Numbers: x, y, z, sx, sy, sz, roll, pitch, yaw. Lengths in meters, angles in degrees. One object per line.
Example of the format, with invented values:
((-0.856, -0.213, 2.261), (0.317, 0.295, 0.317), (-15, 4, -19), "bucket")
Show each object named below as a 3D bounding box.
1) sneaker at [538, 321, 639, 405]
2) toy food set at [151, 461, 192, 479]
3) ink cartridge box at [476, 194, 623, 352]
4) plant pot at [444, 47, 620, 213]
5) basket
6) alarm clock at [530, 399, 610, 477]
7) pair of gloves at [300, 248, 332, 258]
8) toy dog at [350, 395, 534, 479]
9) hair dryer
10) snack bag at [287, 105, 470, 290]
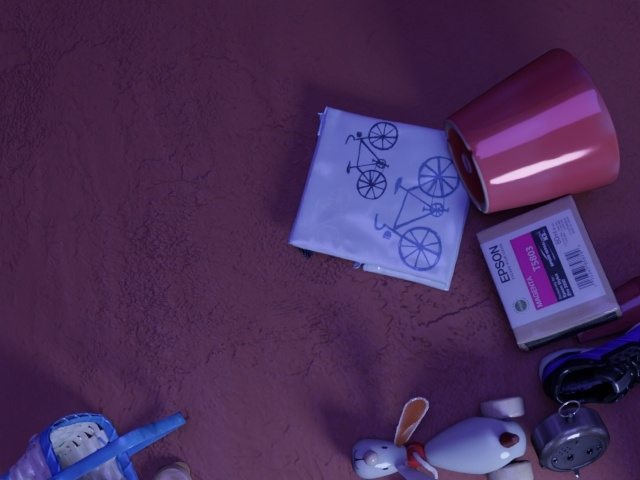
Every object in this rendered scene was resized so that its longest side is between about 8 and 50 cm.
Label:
((0.529, 0.224, 1.501), (0.293, 0.146, 0.102), (-24, 95, 16), "sneaker")
((-0.279, 0.461, 1.611), (0.083, 0.020, 0.083), (-19, 74, 0), "toy food set")
((0.419, 0.062, 1.587), (0.193, 0.088, 0.234), (-23, 66, 15), "ink cartridge box")
((0.379, -0.185, 1.604), (0.243, 0.275, 0.275), (-23, 73, 0), "plant pot")
((-0.397, 0.396, 1.521), (0.289, 0.255, 0.201), (-27, 80, 8), "basket")
((0.435, 0.339, 1.496), (0.129, 0.192, 0.064), (-17, 40, 1), "alarm clock")
((0.000, 0.000, 1.721), (0.083, 0.010, 0.074), (-4, 74, 5), "pair of gloves")
((0.228, 0.372, 1.514), (0.334, 0.161, 0.220), (-29, 73, -3), "toy dog")
((0.609, 0.174, 1.576), (0.294, 0.080, 0.223), (9, 78, 11), "hair dryer")
((0.127, -0.089, 1.719), (0.343, 0.037, 0.323), (13, 75, 7), "snack bag")
